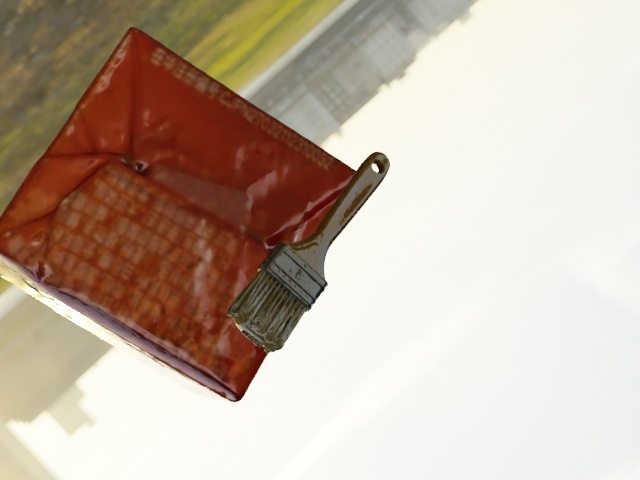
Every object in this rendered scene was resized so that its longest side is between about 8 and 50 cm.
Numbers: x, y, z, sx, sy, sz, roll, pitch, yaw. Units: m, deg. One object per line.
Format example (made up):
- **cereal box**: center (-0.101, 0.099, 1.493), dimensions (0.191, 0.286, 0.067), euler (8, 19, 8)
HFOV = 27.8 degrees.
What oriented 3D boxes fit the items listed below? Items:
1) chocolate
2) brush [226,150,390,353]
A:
- **chocolate**: center (-0.122, -0.013, 1.070), dimensions (0.235, 0.237, 0.108), euler (-63, -170, -25)
- **brush**: center (0.000, 0.000, 0.836), dimensions (0.170, 0.043, 0.014), euler (-53, -168, -31)
